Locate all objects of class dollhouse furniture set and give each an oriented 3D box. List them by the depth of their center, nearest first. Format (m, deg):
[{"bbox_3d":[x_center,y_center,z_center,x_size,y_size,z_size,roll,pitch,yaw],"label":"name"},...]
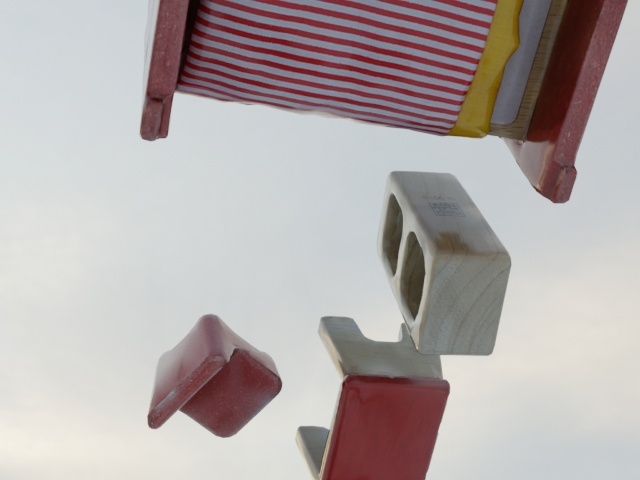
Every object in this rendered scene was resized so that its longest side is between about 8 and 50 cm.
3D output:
[{"bbox_3d":[0.000,0.000,0.553,0.201,0.152,0.374,5,-65,-11],"label":"dollhouse furniture set"}]
